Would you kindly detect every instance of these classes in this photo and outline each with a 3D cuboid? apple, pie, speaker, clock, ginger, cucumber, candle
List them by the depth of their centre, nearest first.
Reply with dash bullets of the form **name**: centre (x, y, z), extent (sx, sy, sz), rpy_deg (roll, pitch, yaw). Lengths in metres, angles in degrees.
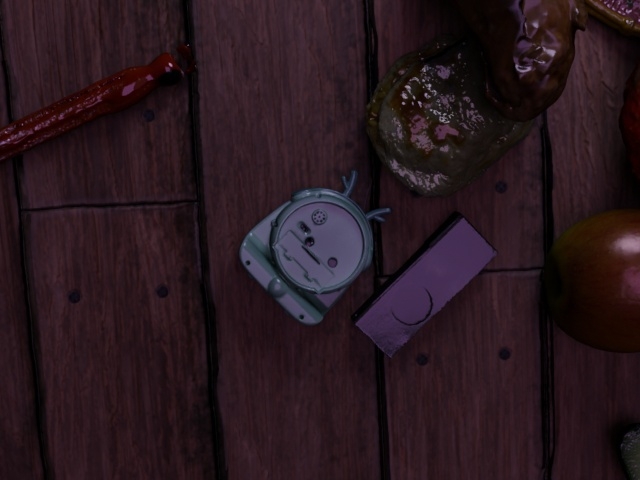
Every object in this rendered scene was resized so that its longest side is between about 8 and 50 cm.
- **ginger**: centre (0.225, -0.310, 0.847), extent (0.165, 0.172, 0.321), rpy_deg (3, 57, -41)
- **candle**: centre (-0.318, -0.179, 0.931), extent (0.329, 0.051, 0.048), rpy_deg (-25, 107, 0)
- **apple**: centre (0.399, 0.053, 0.933), extent (0.195, 0.196, 0.196), rpy_deg (0, 96, -4)
- **pie**: centre (0.180, -0.181, 0.943), extent (0.248, 0.090, 0.201), rpy_deg (-40, 93, -3)
- **clock**: centre (0.000, 0.000, 0.964), extent (0.159, 0.066, 0.211), rpy_deg (44, 91, -8)
- **speaker**: centre (0.147, 0.063, 0.990), extent (0.218, 0.044, 0.082), rpy_deg (-44, 97, 2)
- **cucumber**: centre (0.533, 0.364, 1.037), extent (0.115, 0.063, 0.244), rpy_deg (-38, 98, 9)

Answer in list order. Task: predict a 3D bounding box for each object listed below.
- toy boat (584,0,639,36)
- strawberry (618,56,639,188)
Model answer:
- **toy boat**: centre (0.372, -0.381, 0.918), extent (0.317, 0.099, 0.141), rpy_deg (36, 128, -13)
- **strawberry**: centre (0.503, -0.150, 0.888), extent (0.276, 0.257, 0.258), rpy_deg (24, 94, -17)
